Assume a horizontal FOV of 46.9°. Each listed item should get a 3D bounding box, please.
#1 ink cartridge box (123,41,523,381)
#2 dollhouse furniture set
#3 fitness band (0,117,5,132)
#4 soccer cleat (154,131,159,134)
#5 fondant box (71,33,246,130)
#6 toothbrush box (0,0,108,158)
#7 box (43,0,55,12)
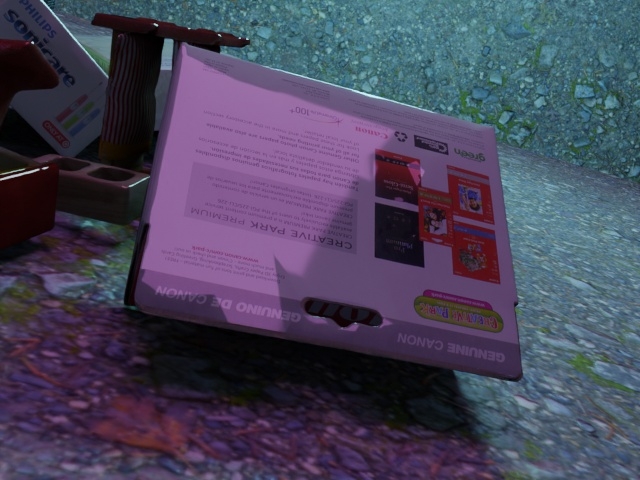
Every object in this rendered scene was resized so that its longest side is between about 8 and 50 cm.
[{"bbox_3d":[0.000,0.000,0.644,0.309,0.130,0.272,13,53,-13],"label":"ink cartridge box"},{"bbox_3d":[-0.210,-0.119,0.743,0.152,0.201,0.374,12,17,9],"label":"dollhouse furniture set"},{"bbox_3d":[-0.547,-0.180,0.915,0.291,0.054,0.209,6,20,-29],"label":"fitness band"},{"bbox_3d":[-0.272,-0.198,1.250,0.179,0.060,0.072,10,26,1],"label":"soccer cleat"},{"bbox_3d":[-0.255,-0.263,1.207,0.238,0.096,0.330,-6,26,-31],"label":"fondant box"},{"bbox_3d":[-0.406,-0.256,1.013,0.283,0.122,0.206,36,-13,49],"label":"toothbrush box"},{"bbox_3d":[-0.543,-0.364,1.246,0.153,0.207,0.108,12,17,-13],"label":"box"}]
